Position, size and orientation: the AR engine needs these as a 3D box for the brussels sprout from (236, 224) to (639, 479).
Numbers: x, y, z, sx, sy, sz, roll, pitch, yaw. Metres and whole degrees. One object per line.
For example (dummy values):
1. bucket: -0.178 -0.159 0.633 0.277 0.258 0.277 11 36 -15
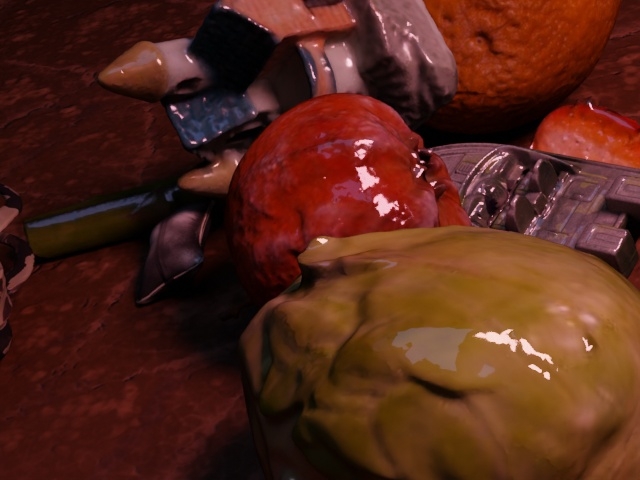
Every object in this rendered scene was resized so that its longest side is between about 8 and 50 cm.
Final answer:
1. brussels sprout: 0.108 0.115 0.877 0.328 0.247 0.328 -6 15 2

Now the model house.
1. model house: -0.070 -0.153 1.232 0.325 0.267 0.194 -14 71 -34

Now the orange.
1. orange: 0.194 -0.295 1.411 0.322 0.322 0.357 -2 26 15

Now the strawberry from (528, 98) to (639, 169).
1. strawberry: 0.303 -0.070 1.257 0.188 0.082 0.121 35 93 34

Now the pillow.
1. pillow: -0.157 0.009 1.291 0.091 0.055 0.136 -8 31 9

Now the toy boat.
1. toy boat: 0.185 -0.038 1.212 0.319 0.092 0.141 16 60 39

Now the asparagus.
1. asparagus: -0.203 -0.035 1.374 0.277 0.060 0.067 -14 31 -1

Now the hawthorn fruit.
1. hawthorn fruit: 0.000 0.000 1.132 0.271 0.242 0.242 -31 27 20

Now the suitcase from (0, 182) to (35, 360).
1. suitcase: -0.469 0.028 1.234 0.339 0.194 0.351 -25 35 -25
